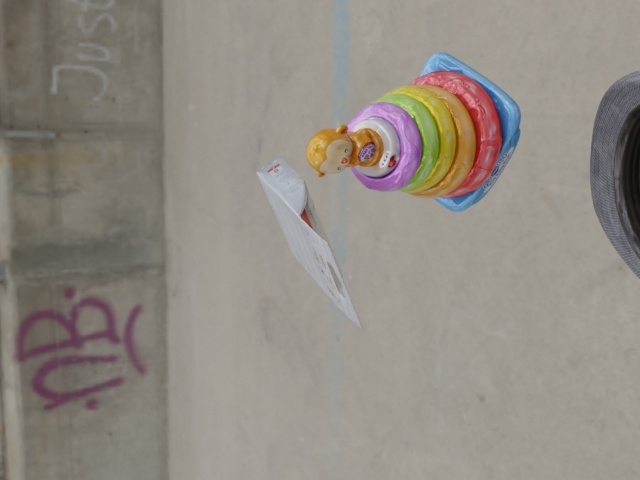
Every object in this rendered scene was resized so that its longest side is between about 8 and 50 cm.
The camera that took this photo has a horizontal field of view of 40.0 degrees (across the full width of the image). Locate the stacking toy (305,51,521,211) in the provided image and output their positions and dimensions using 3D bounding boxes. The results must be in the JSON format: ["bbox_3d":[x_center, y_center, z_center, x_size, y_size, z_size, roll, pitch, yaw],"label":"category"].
[{"bbox_3d":[0.091,-0.118,1.046,0.166,0.302,0.175,43,123,25],"label":"stacking toy"}]

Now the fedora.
[{"bbox_3d":[0.402,-0.059,0.916,0.275,0.124,0.243,-119,22,-68],"label":"fedora"}]

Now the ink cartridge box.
[{"bbox_3d":[0.000,0.000,1.020,0.179,0.045,0.145,43,161,47],"label":"ink cartridge box"}]
